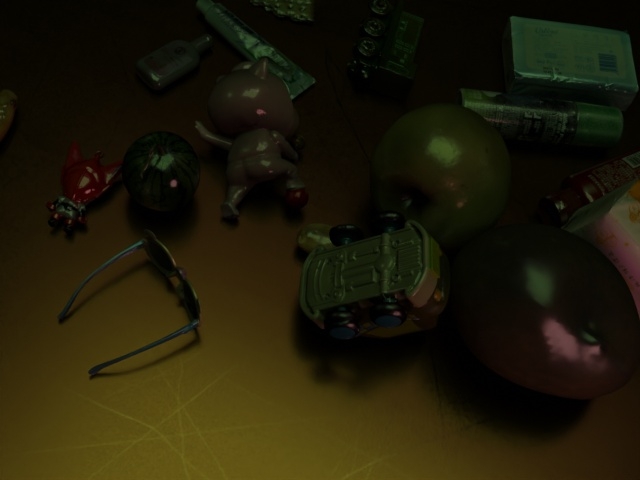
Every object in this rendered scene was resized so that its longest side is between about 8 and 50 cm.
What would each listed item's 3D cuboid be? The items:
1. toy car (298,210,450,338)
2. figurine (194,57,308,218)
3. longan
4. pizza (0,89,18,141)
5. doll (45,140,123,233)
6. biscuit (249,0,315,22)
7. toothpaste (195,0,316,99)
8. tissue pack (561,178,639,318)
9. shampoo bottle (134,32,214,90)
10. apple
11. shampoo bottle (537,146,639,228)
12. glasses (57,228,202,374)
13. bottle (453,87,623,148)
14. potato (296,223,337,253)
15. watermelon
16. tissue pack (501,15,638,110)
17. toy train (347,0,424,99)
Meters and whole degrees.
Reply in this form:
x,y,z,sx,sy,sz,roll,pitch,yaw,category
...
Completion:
x,y,z,sx,sy,sz,roll,pitch,yaw,category
0.109,0.088,1.554,0.247,0.198,0.204,-15,53,27,toy car
-0.118,-0.185,1.713,0.186,0.176,0.288,6,68,-54,figurine
0.376,0.115,1.531,0.350,0.288,0.288,35,60,-2,longan
-0.645,-0.225,1.687,0.161,0.062,0.182,30,62,15,pizza
-0.429,-0.094,1.644,0.109,0.057,0.169,21,58,1,doll
-0.081,-0.553,1.990,0.144,0.016,0.203,5,59,-6,biscuit
-0.140,-0.398,1.876,0.297,0.048,0.075,42,63,12,toothpaste
0.549,0.030,1.615,0.225,0.185,0.124,48,63,-1,tissue pack
-0.285,-0.362,1.833,0.165,0.040,0.080,-37,70,-24,shampoo bottle
0.215,-0.113,1.654,0.262,0.262,0.262,4,59,-7,apple
0.570,-0.101,1.792,0.314,0.076,0.118,-22,67,-19,shampoo bottle
-0.317,0.115,1.553,0.220,0.088,0.190,-36,70,-4,glasses
0.434,-0.241,1.843,0.330,0.093,0.093,6,59,-6,bottle
0.000,0.000,1.654,0.083,0.062,0.068,24,26,-21,potato
-0.278,-0.128,1.612,0.140,0.187,0.141,4,70,-10,watermelon
0.520,-0.372,1.937,0.263,0.089,0.177,5,58,-3,tissue pack
0.140,-0.403,1.899,0.137,0.090,0.226,20,59,-5,toy train
